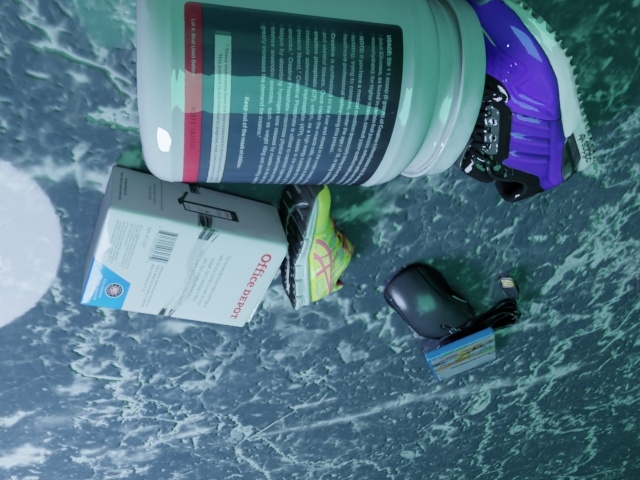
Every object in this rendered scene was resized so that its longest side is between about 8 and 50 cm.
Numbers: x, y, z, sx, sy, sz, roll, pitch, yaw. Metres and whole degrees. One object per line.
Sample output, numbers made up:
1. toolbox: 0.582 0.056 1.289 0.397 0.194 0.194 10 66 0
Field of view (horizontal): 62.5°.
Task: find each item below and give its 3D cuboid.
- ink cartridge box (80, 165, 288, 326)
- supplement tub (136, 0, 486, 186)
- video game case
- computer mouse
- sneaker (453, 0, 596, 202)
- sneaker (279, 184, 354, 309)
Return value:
1. ink cartridge box: -0.163 0.015 0.633 0.203 0.085 0.148 13 125 -27
2. supplement tub: -0.018 -0.145 0.471 0.272 0.191 0.191 0 129 -16
3. video game case: 0.252 0.205 0.934 0.119 0.015 0.166 -24 149 6
4. computer mouse: 0.231 0.110 0.854 0.184 0.060 0.262 -34 131 14
5. sneaker: 0.209 -0.140 0.605 0.146 0.102 0.293 -34 131 14
6. sneaker: 0.000 0.000 0.685 0.094 0.081 0.208 -11 139 -17
